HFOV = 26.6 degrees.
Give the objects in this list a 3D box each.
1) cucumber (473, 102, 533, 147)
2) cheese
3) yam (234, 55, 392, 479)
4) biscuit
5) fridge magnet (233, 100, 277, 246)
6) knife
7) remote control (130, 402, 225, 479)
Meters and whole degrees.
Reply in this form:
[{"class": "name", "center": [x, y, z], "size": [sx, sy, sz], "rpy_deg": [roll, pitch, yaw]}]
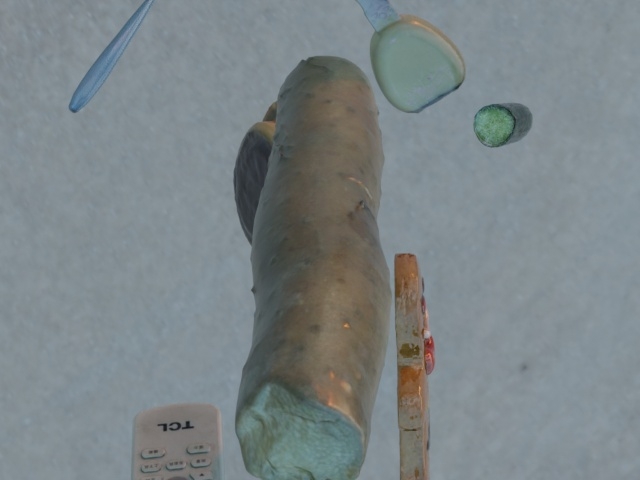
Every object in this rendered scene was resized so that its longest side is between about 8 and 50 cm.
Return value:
[{"class": "cucumber", "center": [0.206, -0.130, 1.495], "size": [0.048, 0.048, 0.105], "rpy_deg": [-62, 162, 21]}, {"class": "cheese", "center": [0.081, -0.220, 1.457], "size": [0.097, 0.037, 0.192], "rpy_deg": [-30, 131, 12]}, {"class": "yam", "center": [0.000, 0.000, 0.678], "size": [0.067, 0.317, 0.071], "rpy_deg": [15, 124, -7]}, {"class": "biscuit", "center": [0.086, 0.123, 1.228], "size": [0.036, 0.165, 0.250], "rpy_deg": [-2, 120, 4]}, {"class": "fridge magnet", "center": [-0.024, -0.039, 1.042], "size": [0.063, 0.143, 0.143], "rpy_deg": [-9, 127, -27]}, {"class": "knife", "center": [-0.165, -0.239, 1.337], "size": [0.019, 0.044, 0.313], "rpy_deg": [34, 64, -9]}, {"class": "remote control", "center": [-0.129, 0.224, 1.228], "size": [0.087, 0.190, 0.029], "rpy_deg": [-5, 131, -1]}]
